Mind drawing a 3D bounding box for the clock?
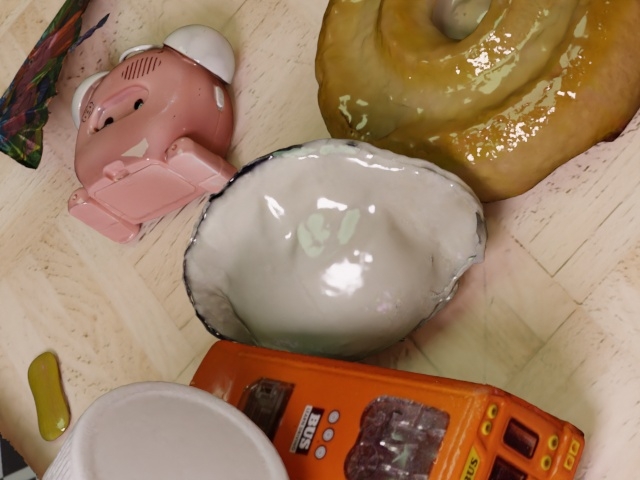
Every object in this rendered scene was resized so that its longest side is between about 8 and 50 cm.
[{"bbox_3d":[-0.148,-0.101,1.670,0.166,0.093,0.162,-25,50,28],"label":"clock"}]

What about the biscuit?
[{"bbox_3d":[0.120,-0.167,1.477,0.296,0.102,0.296,-20,53,29],"label":"biscuit"}]

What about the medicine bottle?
[{"bbox_3d":[-0.137,0.231,1.288,0.273,0.165,0.165,-59,36,40],"label":"medicine bottle"}]

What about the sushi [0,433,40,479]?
[{"bbox_3d":[-0.323,0.250,1.651,0.219,0.047,0.231,41,100,40],"label":"sushi"}]

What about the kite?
[{"bbox_3d":[-0.255,-0.155,1.811,0.234,0.016,0.321,-36,30,43],"label":"kite"}]

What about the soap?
[{"bbox_3d":[-0.231,0.132,1.662,0.034,0.012,0.089,-37,48,19],"label":"soap"}]

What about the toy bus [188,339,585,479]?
[{"bbox_3d":[0.008,0.151,1.353,0.329,0.153,0.143,7,70,44],"label":"toy bus"}]

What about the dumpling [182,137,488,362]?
[{"bbox_3d":[0.000,0.000,1.433,0.247,0.172,0.142,-29,35,27],"label":"dumpling"}]
